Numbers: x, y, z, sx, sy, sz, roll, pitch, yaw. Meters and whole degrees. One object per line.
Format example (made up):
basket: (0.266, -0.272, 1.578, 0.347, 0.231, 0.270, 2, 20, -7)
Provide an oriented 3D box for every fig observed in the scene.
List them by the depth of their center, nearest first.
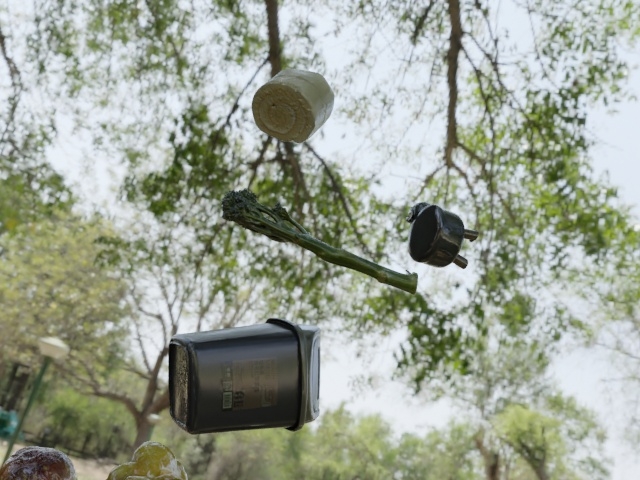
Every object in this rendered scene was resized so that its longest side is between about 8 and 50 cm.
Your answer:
fig: (-0.584, 0.549, 1.563, 0.159, 0.159, 0.257, 8, -60, 20)

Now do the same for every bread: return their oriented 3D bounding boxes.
bread: (-0.056, -0.291, 1.590, 0.148, 0.141, 0.134, 25, -57, 8)

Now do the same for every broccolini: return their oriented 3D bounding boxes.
broccolini: (0.001, -0.003, 1.378, 0.391, 0.074, 0.079, 22, -5, -1)

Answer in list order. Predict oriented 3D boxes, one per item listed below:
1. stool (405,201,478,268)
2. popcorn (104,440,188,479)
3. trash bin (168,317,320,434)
stool: (0.317, -0.023, 1.968, 0.139, 0.228, 0.153, 17, -42, -26)
popcorn: (-0.249, 0.428, 0.926, 0.280, 0.297, 0.316, 30, 3, -36)
trash bin: (-0.132, 0.257, 1.415, 0.290, 0.210, 0.182, 0, 3, -28)
